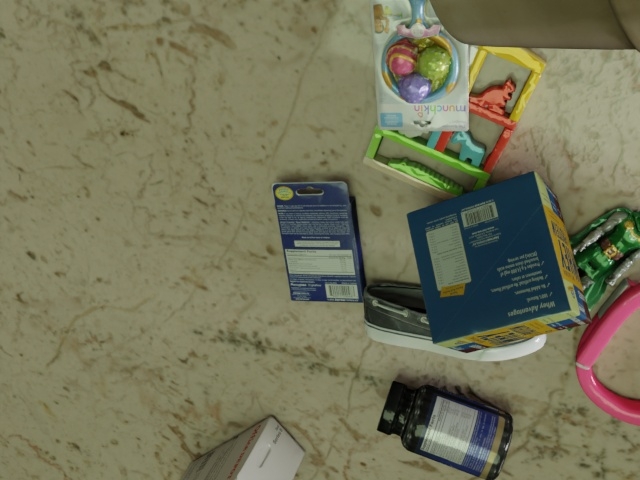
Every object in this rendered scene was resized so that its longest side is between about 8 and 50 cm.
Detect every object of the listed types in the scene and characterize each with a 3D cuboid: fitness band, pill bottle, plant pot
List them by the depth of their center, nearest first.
[{"bbox_3d":[0.278,-0.353,0.845,0.280,0.323,0.323,-4,116,39],"label":"plant pot"},{"bbox_3d":[0.527,0.171,1.147,0.208,0.054,0.291,26,123,5],"label":"fitness band"},{"bbox_3d":[0.216,0.327,1.295,0.219,0.123,0.123,18,121,10],"label":"pill bottle"}]

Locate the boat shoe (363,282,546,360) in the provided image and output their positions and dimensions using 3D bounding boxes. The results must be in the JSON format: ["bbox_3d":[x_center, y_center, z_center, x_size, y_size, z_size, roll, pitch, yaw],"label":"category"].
[{"bbox_3d":[0.213,0.118,1.206,0.301,0.108,0.102,6,119,25],"label":"boat shoe"}]

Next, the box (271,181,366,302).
[{"bbox_3d":[0.000,0.000,1.253,0.136,0.036,0.225,1,117,19],"label":"box"}]

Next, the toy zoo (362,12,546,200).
[{"bbox_3d":[0.198,-0.205,1.082,0.192,0.030,0.293,25,122,6],"label":"toy zoo"}]

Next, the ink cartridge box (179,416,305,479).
[{"bbox_3d":[-0.185,0.501,1.480,0.272,0.198,0.115,-36,100,31],"label":"ink cartridge box"}]

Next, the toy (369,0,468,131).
[{"bbox_3d":[0.134,-0.260,1.026,0.136,0.056,0.237,4,117,19],"label":"toy"}]

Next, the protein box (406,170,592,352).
[{"bbox_3d":[0.257,0.039,1.069,0.199,0.136,0.201,-19,69,26],"label":"protein box"}]

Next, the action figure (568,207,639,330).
[{"bbox_3d":[0.416,0.028,1.111,0.137,0.063,0.232,43,118,-2],"label":"action figure"}]
